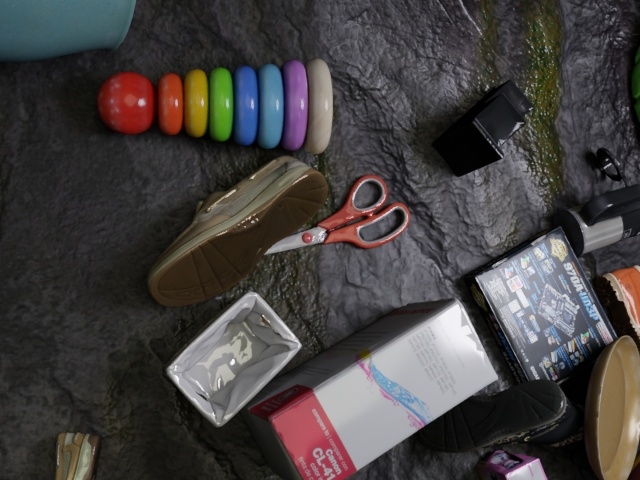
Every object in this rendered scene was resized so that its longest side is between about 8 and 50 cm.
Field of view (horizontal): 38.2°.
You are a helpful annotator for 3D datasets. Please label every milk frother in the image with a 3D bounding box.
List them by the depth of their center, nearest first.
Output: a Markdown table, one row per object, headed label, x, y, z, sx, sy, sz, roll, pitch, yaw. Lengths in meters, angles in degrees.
| label | x | y | z | sx | sy | sz | roll | pitch | yaw |
| --- | --- | --- | --- | --- | --- | --- | --- | --- | --- |
| milk frother | 0.445 | -0.065 | 1.502 | 0.134 | 0.129 | 0.143 | -17 | 46 | -17 |

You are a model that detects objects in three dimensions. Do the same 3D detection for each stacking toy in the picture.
| label | x | y | z | sx | sy | sz | roll | pitch | yaw |
| --- | --- | --- | --- | --- | --- | --- | --- | --- | --- |
| stacking toy | -0.154 | -0.195 | 1.335 | 0.330 | 0.141 | 0.141 | -1 | 84 | -8 |

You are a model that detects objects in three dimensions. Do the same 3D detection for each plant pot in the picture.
| label | x | y | z | sx | sy | sz | roll | pitch | yaw |
| --- | --- | --- | --- | --- | --- | --- | --- | --- | --- |
| plant pot | -0.388 | -0.359 | 1.221 | 0.255 | 0.271 | 0.272 | 1 | 83 | -30 |
| plant pot | 0.453 | 0.265 | 1.431 | 0.236 | 0.032 | 0.236 | -2 | 93 | -56 |

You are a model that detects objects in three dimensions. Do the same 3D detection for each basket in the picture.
| label | x | y | z | sx | sy | sz | roll | pitch | yaw |
| --- | --- | --- | --- | --- | --- | --- | --- | --- | --- |
| basket | -0.129 | 0.165 | 1.304 | 0.167 | 0.103 | 0.113 | -43 | 96 | -15 |

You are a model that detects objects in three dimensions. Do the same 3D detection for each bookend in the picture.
| label | x | y | z | sx | sy | sz | roll | pitch | yaw |
| --- | --- | --- | --- | --- | --- | --- | --- | --- | --- |
| bookend | 0.274 | -0.185 | 1.426 | 0.157 | 0.156 | 0.072 | -42 | 95 | -16 |

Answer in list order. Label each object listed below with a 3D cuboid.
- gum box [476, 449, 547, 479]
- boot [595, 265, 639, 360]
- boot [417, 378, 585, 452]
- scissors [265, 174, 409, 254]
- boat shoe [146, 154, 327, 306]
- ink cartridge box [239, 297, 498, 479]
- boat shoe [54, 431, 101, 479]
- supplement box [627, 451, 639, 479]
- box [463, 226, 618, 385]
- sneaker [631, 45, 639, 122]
| label | x | y | z | sx | sy | sz | roll | pitch | yaw |
| --- | --- | --- | --- | --- | --- | --- | --- | --- | --- |
| gum box | 0.310 | 0.412 | 1.396 | 0.062 | 0.107 | 0.188 | -21 | 90 | -17 |
| boot | 0.521 | 0.118 | 1.514 | 0.084 | 0.059 | 0.158 | -19 | 88 | -21 |
| boot | 0.285 | 0.282 | 1.403 | 0.178 | 0.236 | 0.085 | 30 | 46 | -50 |
| scissors | 0.000 | 0.000 | 1.400 | 0.297 | 0.021 | 0.109 | -30 | 92 | -17 |
| boat shoe | -0.131 | -0.019 | 1.332 | 0.302 | 0.098 | 0.109 | -38 | 138 | -16 |
| ink cartridge box | 0.058 | 0.211 | 1.287 | 0.306 | 0.226 | 0.131 | -28 | 92 | -16 |
| boat shoe | -0.350 | 0.355 | 1.249 | 0.072 | 0.068 | 0.190 | 9 | 72 | -2 |
| supplement box | 0.573 | 0.401 | 1.424 | 0.191 | 0.194 | 0.129 | -45 | 96 | -15 |
| box | 0.353 | 0.113 | 1.470 | 0.175 | 0.051 | 0.220 | -29 | 92 | -16 |
| sneaker | 0.666 | -0.190 | 1.549 | 0.202 | 0.185 | 0.483 | -10 | 90 | -34 |
